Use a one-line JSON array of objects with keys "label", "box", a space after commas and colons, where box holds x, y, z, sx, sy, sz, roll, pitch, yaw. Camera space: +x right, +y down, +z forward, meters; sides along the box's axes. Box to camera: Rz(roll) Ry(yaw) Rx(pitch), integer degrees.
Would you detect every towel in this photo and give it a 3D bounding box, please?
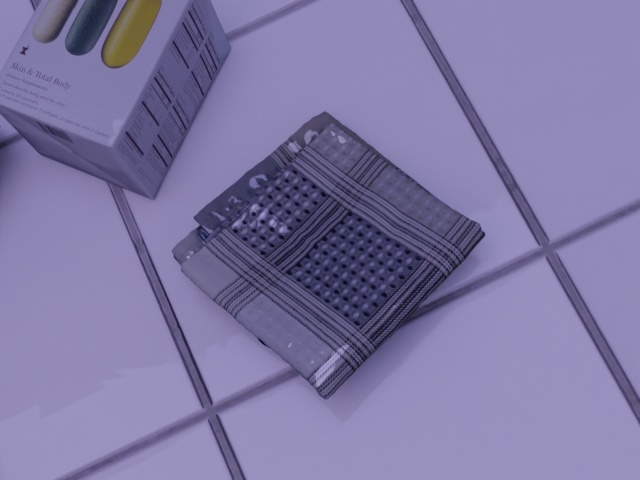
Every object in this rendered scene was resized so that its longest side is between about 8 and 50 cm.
[{"label": "towel", "box": [0.000, 0.000, 1.431, 0.312, 0.056, 0.324, -44, 61, -13]}]

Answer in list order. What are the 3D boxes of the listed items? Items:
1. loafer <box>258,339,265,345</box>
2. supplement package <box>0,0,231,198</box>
[{"label": "loafer", "box": [-0.001, 0.116, 1.443, 0.170, 0.062, 0.061, 1, 38, 12]}, {"label": "supplement package", "box": [-0.284, -0.235, 1.510, 0.199, 0.198, 0.262, 21, 76, 14]}]
